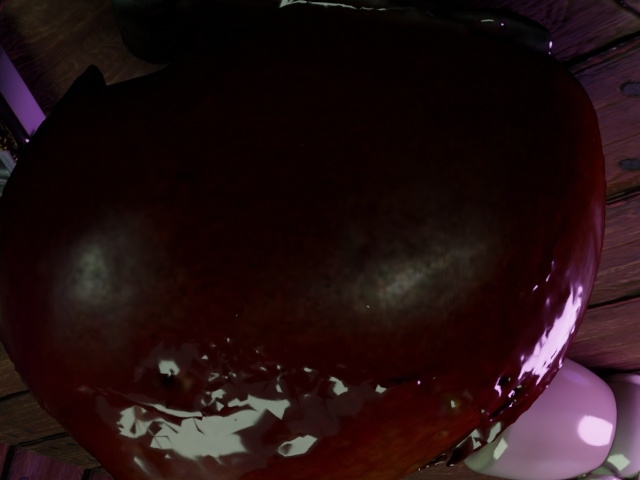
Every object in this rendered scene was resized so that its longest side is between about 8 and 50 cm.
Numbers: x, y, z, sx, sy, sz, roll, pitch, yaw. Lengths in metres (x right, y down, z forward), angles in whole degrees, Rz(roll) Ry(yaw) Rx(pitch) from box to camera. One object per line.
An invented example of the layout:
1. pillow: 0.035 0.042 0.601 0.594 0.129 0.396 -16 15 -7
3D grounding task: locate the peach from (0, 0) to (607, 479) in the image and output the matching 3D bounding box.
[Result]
1. peach: 0.000 0.000 0.915 0.353 0.416 0.339 49 171 7

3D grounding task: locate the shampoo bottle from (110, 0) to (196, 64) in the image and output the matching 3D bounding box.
1. shampoo bottle: -0.110 -0.186 0.845 0.064 0.057 0.207 14 158 2

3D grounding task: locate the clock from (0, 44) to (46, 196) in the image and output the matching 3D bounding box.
1. clock: -0.343 -0.118 1.097 0.253 0.083 0.186 8 159 10

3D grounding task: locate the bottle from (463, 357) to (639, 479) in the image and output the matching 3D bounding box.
1. bottle: 0.283 0.202 1.492 0.237 0.147 0.147 12 159 -13
